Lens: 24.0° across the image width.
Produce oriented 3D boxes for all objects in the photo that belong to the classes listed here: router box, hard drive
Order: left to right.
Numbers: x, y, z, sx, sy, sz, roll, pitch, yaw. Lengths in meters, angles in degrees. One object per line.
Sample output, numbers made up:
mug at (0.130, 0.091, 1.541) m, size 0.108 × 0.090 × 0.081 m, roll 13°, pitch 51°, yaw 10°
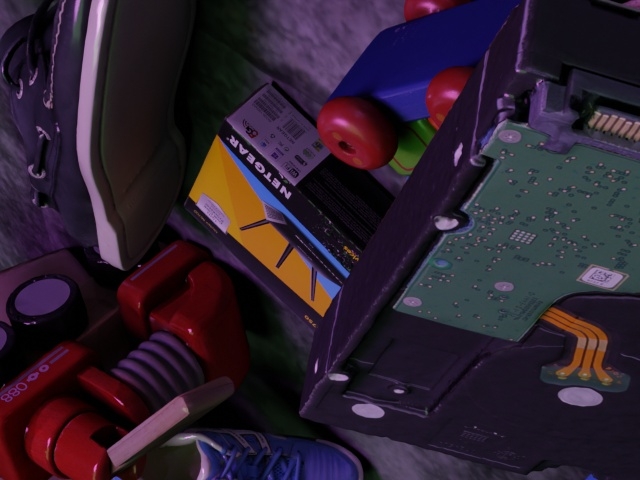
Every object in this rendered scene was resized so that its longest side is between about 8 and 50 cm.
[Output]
router box at (0.000, 0.000, 0.974) m, size 0.179 × 0.046 × 0.133 m, roll 44°, pitch 152°, yaw 6°
hard drive at (0.142, 0.028, 0.690) m, size 0.237 × 0.064 × 0.339 m, roll 15°, pitch 152°, yaw -7°

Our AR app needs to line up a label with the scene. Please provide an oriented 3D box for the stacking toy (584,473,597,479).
stacking toy at (0.166, 0.268, 1.007) m, size 0.166 × 0.175 × 0.302 m, roll 47°, pitch 163°, yaw 6°

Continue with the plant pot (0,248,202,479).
plant pot at (-0.255, 0.168, 1.316) m, size 0.323 × 0.323 × 0.280 m, roll -14°, pitch 97°, yaw 59°

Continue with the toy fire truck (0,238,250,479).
toy fire truck at (-0.125, 0.095, 1.084) m, size 0.246 × 0.217 × 0.158 m, roll 24°, pitch 139°, yaw 37°

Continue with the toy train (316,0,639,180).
toy train at (0.122, -0.055, 0.692) m, size 0.143 × 0.105 × 0.248 m, roll 46°, pitch 153°, yaw -22°

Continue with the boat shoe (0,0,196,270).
boat shoe at (-0.154, -0.101, 0.975) m, size 0.113 × 0.127 × 0.340 m, roll 28°, pitch 158°, yaw 9°

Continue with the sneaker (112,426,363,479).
sneaker at (-0.068, 0.186, 1.168) m, size 0.081 × 0.211 × 0.080 m, roll 136°, pitch 135°, yaw -75°
